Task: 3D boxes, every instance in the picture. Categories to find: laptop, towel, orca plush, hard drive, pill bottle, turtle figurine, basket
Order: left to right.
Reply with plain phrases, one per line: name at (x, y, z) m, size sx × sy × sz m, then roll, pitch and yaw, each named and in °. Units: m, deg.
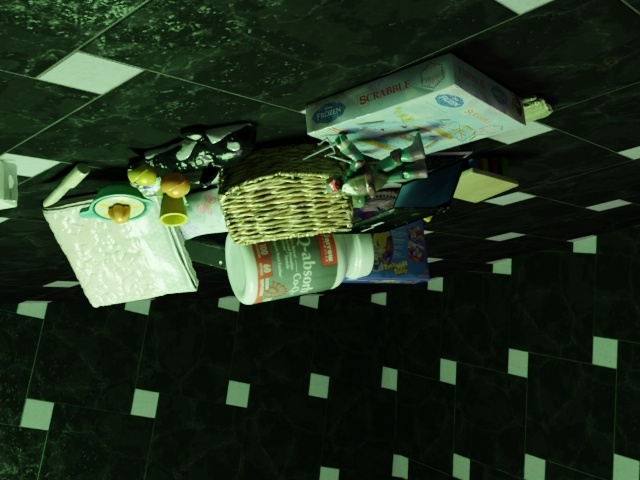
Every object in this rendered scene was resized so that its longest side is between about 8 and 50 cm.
towel at (-0.508, 0.023, 2.012) m, size 0.317 × 0.053 × 0.331 m, roll -9°, pitch 125°, yaw 10°
towel at (-0.418, -0.122, 1.866) m, size 0.083 × 0.009 × 0.060 m, roll -9°, pitch 127°, yaw 1°
orca plush at (-0.261, -0.160, 1.611) m, size 0.287 × 0.102 × 0.151 m, roll -8°, pitch 169°, yaw 9°
hard drive at (-0.308, 0.031, 2.323) m, size 0.339 × 0.064 × 0.237 m, roll 14°, pitch -174°, yaw 29°
basket at (-0.082, -0.148, 1.802) m, size 0.299 × 0.223 × 0.213 m, roll -8°, pitch 136°, yaw 7°
pill bottle at (-0.055, 0.041, 2.096) m, size 0.363 × 0.210 × 0.210 m, roll -10°, pitch 171°, yaw -22°
turtle figurine at (0.092, -0.143, 1.552) m, size 0.234 × 0.118 × 0.175 m, roll -11°, pitch 169°, yaw 5°
laptop at (0.188, -0.105, 1.863) m, size 0.264 × 0.136 × 0.234 m, roll -2°, pitch 168°, yaw -37°
towel at (0.408, -0.266, 1.643) m, size 0.148 × 0.027 × 0.110 m, roll -12°, pitch 167°, yaw 28°

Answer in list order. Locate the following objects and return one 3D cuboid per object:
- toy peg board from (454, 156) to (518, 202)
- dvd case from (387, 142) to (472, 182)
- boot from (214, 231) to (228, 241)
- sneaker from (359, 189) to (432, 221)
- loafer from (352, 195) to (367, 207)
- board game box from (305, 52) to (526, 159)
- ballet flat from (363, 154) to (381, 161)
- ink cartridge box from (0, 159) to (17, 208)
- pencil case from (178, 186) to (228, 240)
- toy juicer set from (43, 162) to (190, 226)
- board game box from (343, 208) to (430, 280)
toy peg board at (0.395, -0.170, 2.018) m, size 0.161 × 0.079 × 0.161 m, roll 11°, pitch 160°, yaw -30°
dvd case at (0.243, -0.190, 1.932) m, size 0.179 × 0.029 × 0.239 m, roll -3°, pitch 169°, yaw -17°
boot at (-0.237, -0.033, 2.311) m, size 0.190 × 0.086 × 0.069 m, roll 2°, pitch 166°, yaw -36°
sneaker at (0.214, -0.093, 2.211) m, size 0.225 × 0.092 × 0.088 m, roll 1°, pitch 171°, yaw 25°
loafer at (0.047, -0.122, 2.018) m, size 0.088 × 0.094 × 0.251 m, roll 11°, pitch 170°, yaw -16°
board game box at (0.191, -0.244, 1.528) m, size 0.318 × 0.065 × 0.319 m, roll -13°, pitch 167°, yaw 34°
ballet flat at (0.157, -0.208, 1.778) m, size 0.173 × 0.049 × 0.057 m, roll 0°, pitch 163°, yaw 4°
ink cartridge box at (-0.706, -0.115, 1.625) m, size 0.143 × 0.092 × 0.090 m, roll -10°, pitch 168°, yaw 11°
pencil case at (-0.313, -0.064, 2.022) m, size 0.273 × 0.124 × 0.113 m, roll -14°, pitch 167°, yaw 29°
toy juicer set at (-0.450, -0.097, 1.764) m, size 0.329 × 0.089 × 0.209 m, roll 2°, pitch 154°, yaw -21°
board game box at (0.182, 0.011, 2.390) m, size 0.347 × 0.233 × 0.078 m, roll 4°, pitch 165°, yaw -41°
